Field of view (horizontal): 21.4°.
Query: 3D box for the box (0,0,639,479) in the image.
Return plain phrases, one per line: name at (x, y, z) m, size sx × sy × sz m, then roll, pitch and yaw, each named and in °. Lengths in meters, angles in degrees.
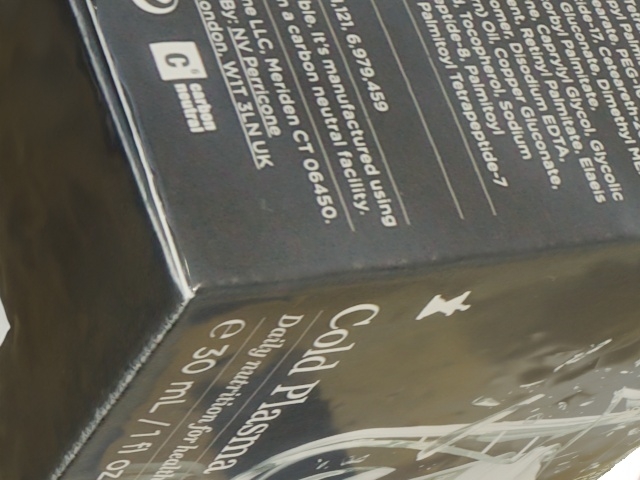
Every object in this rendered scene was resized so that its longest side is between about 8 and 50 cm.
box at (0.000, 0.000, 0.987) m, size 0.471 × 0.297 × 0.480 m, roll -8°, pitch 153°, yaw -32°
